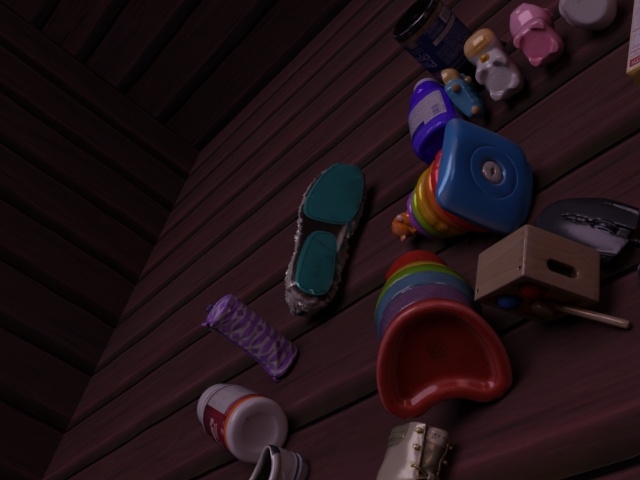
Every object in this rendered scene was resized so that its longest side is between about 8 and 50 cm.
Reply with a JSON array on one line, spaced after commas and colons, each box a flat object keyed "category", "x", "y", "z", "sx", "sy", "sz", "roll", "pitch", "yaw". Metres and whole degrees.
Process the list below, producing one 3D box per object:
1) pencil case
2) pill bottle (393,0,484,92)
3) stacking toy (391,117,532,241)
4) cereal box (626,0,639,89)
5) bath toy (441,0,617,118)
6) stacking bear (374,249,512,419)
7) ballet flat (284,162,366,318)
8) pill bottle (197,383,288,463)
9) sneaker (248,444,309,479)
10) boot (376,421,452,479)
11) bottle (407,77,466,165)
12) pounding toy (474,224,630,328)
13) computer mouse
[{"category": "pencil case", "x": -0.143, "y": 0.198, "z": 1.399, "sx": 0.086, "sy": 0.206, "sz": 0.088, "roll": -27, "pitch": 27, "yaw": 58}, {"category": "pill bottle", "x": 0.273, "y": -0.417, "z": 1.470, "sx": 0.123, "sy": 0.219, "sz": 0.123, "roll": -43, "pitch": 24, "yaw": 24}, {"category": "stacking toy", "x": 0.212, "y": -0.061, "z": 1.188, "sx": 0.302, "sy": 0.166, "sz": 0.175, "roll": -38, "pitch": 36, "yaw": 59}, {"category": "cereal box", "x": 0.474, "y": -0.248, "z": 0.885, "sx": 0.047, "sy": 0.173, "sz": 0.240, "roll": -25, "pitch": 36, "yaw": 48}, {"category": "bath toy", "x": 0.402, "y": -0.385, "z": 1.305, "sx": 0.348, "sy": 0.151, "sz": 0.129, "roll": -34, "pitch": -1, "yaw": 34}, {"category": "stacking bear", "x": 0.157, "y": 0.104, "z": 1.007, "sx": 0.175, "sy": 0.164, "sz": 0.289, "roll": -14, "pitch": 18, "yaw": 7}, {"category": "ballet flat", "x": 0.000, "y": 0.000, "z": 1.524, "sx": 0.147, "sy": 0.147, "sz": 0.409, "roll": -29, "pitch": 31, "yaw": 45}, {"category": "pill bottle", "x": -0.159, "y": 0.346, "z": 1.313, "sx": 0.121, "sy": 0.121, "sz": 0.221, "roll": -60, "pitch": 23, "yaw": -16}, {"category": "sneaker", "x": -0.115, "y": 0.456, "z": 1.100, "sx": 0.094, "sy": 0.091, "sz": 0.258, "roll": -17, "pitch": 41, "yaw": 55}, {"category": "boot", "x": 0.131, "y": 0.314, "z": 0.851, "sx": 0.213, "sy": 0.077, "sz": 0.165, "roll": -19, "pitch": 37, "yaw": 58}, {"category": "bottle", "x": 0.247, "y": -0.270, "z": 1.472, "sx": 0.118, "sy": 0.092, "sz": 0.283, "roll": -43, "pitch": 24, "yaw": 26}, {"category": "pounding toy", "x": 0.290, "y": 0.060, "z": 0.856, "sx": 0.130, "sy": 0.141, "sz": 0.100, "roll": 133, "pitch": 153, "yaw": -61}, {"category": "computer mouse", "x": 0.385, "y": -0.045, "z": 0.905, "sx": 0.184, "sy": 0.060, "sz": 0.262, "roll": -56, "pitch": 22, "yaw": -5}]
